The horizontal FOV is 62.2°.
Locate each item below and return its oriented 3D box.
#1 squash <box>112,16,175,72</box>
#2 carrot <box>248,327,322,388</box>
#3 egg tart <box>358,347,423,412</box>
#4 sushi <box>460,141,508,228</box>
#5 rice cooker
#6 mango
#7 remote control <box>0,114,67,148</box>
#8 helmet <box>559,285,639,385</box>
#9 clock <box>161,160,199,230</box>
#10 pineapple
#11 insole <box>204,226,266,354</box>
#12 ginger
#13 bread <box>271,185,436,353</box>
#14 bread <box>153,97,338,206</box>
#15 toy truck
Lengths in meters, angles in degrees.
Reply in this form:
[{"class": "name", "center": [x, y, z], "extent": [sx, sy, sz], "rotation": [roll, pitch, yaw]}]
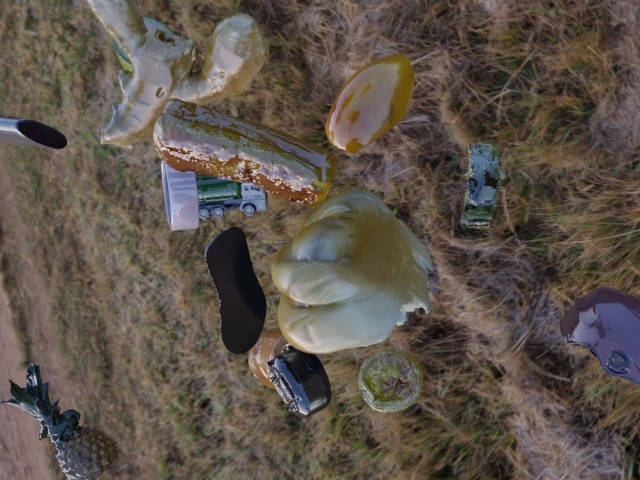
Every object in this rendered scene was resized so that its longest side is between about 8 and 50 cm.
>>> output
[{"class": "squash", "center": [-0.463, -0.496, 1.426], "extent": [0.170, 0.170, 0.123], "rotation": [62, 158, 16]}, {"class": "carrot", "center": [-0.111, 0.359, 1.603], "extent": [0.254, 0.196, 0.196], "rotation": [142, 114, -72]}, {"class": "egg tart", "center": [0.248, 0.500, 1.877], "extent": [0.241, 0.106, 0.241], "rotation": [-10, 51, 13]}, {"class": "sushi", "center": [0.536, -0.181, 1.732], "extent": [0.139, 0.131, 0.291], "rotation": [6, 76, 18]}, {"class": "rice cooker", "center": [-0.046, 0.311, 1.185], "extent": [0.165, 0.106, 0.112], "rotation": [52, 145, 15]}, {"class": "mango", "center": [0.115, -0.304, 1.195], "extent": [0.154, 0.126, 0.252], "rotation": [36, 110, -12]}, {"class": "remote control", "center": [-0.677, -0.230, 1.079], "extent": [0.377, 0.107, 0.044], "rotation": [11, 88, 29]}, {"class": "helmet", "center": [0.870, 0.260, 1.498], "extent": [0.338, 0.271, 0.197], "rotation": [39, 116, 42]}, {"class": "clock", "center": [-0.354, -0.124, 1.334], "extent": [0.197, 0.068, 0.197], "rotation": [173, 90, -71]}, {"class": "pineapple", "center": [-0.557, 0.394, 1.125], "extent": [0.277, 0.119, 0.130], "rotation": [44, 158, 1]}, {"class": "insole", "center": [-0.142, 0.099, 0.914], "extent": [0.007, 0.109, 0.322], "rotation": [32, 147, 30]}, {"class": "ginger", "center": [-0.293, -0.321, 1.063], "extent": [0.363, 0.122, 0.348], "rotation": [13, 131, -4]}, {"class": "bread", "center": [0.069, 0.054, 1.124], "extent": [0.329, 0.424, 0.245], "rotation": [3, 118, 23]}, {"class": "bread", "center": [-0.115, -0.121, 0.807], "extent": [0.139, 0.271, 0.077], "rotation": [128, 158, -68]}, {"class": "toy truck", "center": [-0.277, -0.140, 1.553], "extent": [0.242, 0.101, 0.125], "rotation": [-4, 117, -1]}]
